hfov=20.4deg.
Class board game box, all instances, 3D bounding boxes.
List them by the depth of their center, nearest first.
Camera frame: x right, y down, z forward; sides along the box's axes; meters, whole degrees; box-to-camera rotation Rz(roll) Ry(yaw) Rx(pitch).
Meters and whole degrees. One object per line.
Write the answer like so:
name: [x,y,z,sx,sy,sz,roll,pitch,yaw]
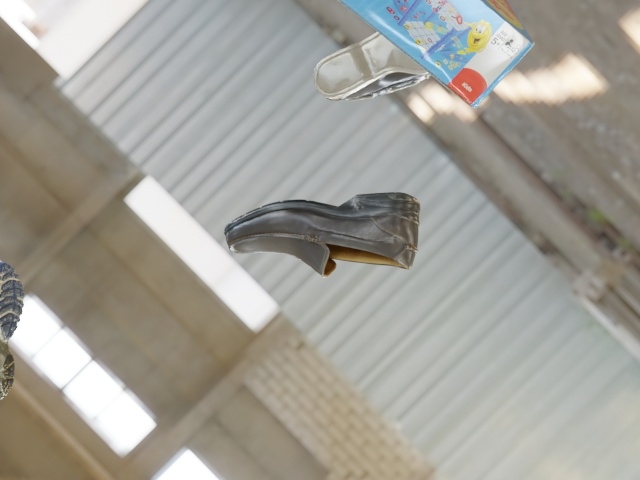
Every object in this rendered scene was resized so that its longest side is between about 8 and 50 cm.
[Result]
board game box: [0.047,-0.302,1.753,0.302,0.086,0.308,36,-162,-22]

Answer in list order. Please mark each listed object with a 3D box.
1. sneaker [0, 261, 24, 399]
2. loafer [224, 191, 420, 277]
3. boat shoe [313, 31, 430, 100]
sneaker: [-0.330,0.086,1.737,0.058,0.135,0.052,10,-178,32]
loafer: [0.000,0.000,1.493,0.062,0.170,0.061,39,-133,-66]
boat shoe: [0.094,-0.217,2.126,0.065,0.206,0.075,23,-129,-69]
